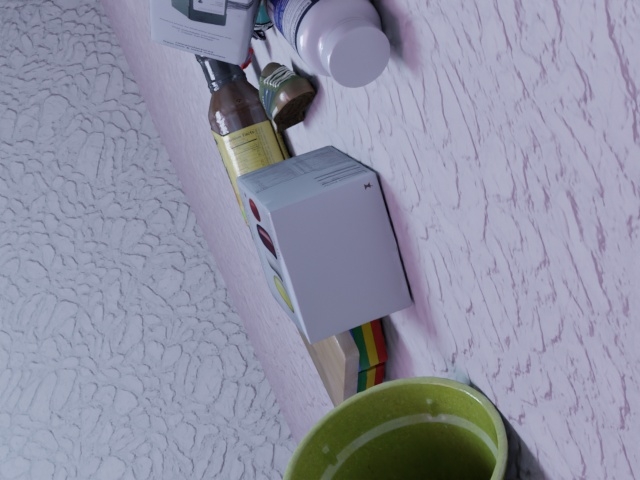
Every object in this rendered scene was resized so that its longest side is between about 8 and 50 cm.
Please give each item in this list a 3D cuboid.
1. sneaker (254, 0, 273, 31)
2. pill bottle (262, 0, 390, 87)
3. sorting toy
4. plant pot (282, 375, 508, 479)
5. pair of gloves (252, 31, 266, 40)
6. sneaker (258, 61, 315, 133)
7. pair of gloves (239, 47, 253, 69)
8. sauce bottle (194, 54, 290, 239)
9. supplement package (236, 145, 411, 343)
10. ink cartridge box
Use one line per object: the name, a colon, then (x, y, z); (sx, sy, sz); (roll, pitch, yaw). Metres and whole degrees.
sneaker: (-0.132, -0.409, 1.503); (0.121, 0.108, 0.302); (85, 166, -66)
pill bottle: (0.009, -0.233, 1.198); (0.169, 0.094, 0.094); (-123, 17, -46)
sorting toy: (0.023, 0.113, 1.751); (0.255, 0.089, 0.257); (90, 157, -60)
plant pot: (0.126, 0.350, 1.350); (0.254, 0.276, 0.276); (64, 173, -33)
pair of gloves: (-0.103, -0.329, 1.630); (0.074, 0.010, 0.083); (37, 149, 4)
sneaker: (-0.059, -0.216, 1.605); (0.086, 0.064, 0.192); (63, 171, 5)
pair of gloves: (-0.149, -0.349, 1.684); (0.159, 0.023, 0.198); (38, 147, 2)
sauce bottle: (-0.118, -0.170, 1.865); (0.111, 0.111, 0.344); (162, 89, -79)
supplement package: (0.000, 0.000, 1.508); (0.203, 0.149, 0.194); (-138, 30, -68)
ink cartridge box: (-0.107, -0.352, 1.230); (0.289, 0.121, 0.211); (118, 167, -74)
